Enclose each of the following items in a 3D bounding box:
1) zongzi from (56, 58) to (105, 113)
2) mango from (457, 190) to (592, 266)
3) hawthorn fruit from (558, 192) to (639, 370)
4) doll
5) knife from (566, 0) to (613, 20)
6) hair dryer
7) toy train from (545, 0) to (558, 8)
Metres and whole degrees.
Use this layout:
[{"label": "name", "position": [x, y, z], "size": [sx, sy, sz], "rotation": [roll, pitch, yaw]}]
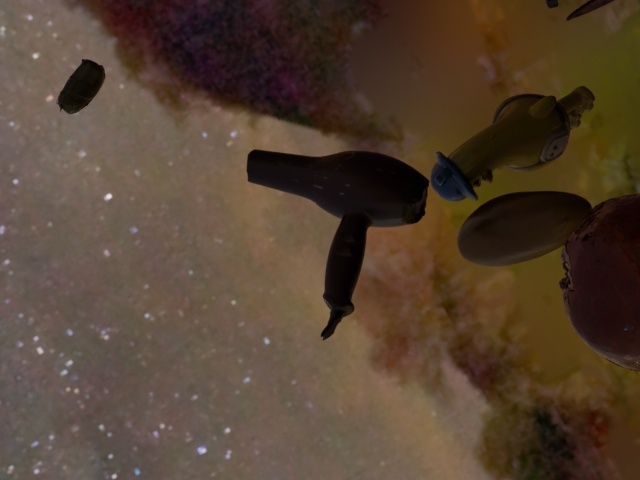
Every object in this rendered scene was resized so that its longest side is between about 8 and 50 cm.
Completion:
[{"label": "zongzi", "position": [-0.433, -0.276, 1.734], "size": [0.055, 0.109, 0.119], "rotation": [37, -178, -11]}, {"label": "mango", "position": [0.331, -0.026, 1.538], "size": [0.138, 0.253, 0.113], "rotation": [-24, -87, -40]}, {"label": "hawthorn fruit", "position": [0.408, 0.050, 1.057], "size": [0.211, 0.299, 0.211], "rotation": [-6, -83, -53]}, {"label": "doll", "position": [0.335, -0.179, 1.679], "size": [0.145, 0.363, 0.199], "rotation": [51, 150, 19]}, {"label": "knife", "position": [0.488, -0.399, 1.510], "size": [0.018, 0.247, 0.035], "rotation": [55, 160, 21]}, {"label": "hair dryer", "position": [0.000, 0.000, 1.535], "size": [0.123, 0.313, 0.340], "rotation": [75, -154, -59]}, {"label": "toy train", "position": [0.325, -0.366, 1.367], "size": [0.017, 0.017, 0.083], "rotation": [47, -151, -47]}]
